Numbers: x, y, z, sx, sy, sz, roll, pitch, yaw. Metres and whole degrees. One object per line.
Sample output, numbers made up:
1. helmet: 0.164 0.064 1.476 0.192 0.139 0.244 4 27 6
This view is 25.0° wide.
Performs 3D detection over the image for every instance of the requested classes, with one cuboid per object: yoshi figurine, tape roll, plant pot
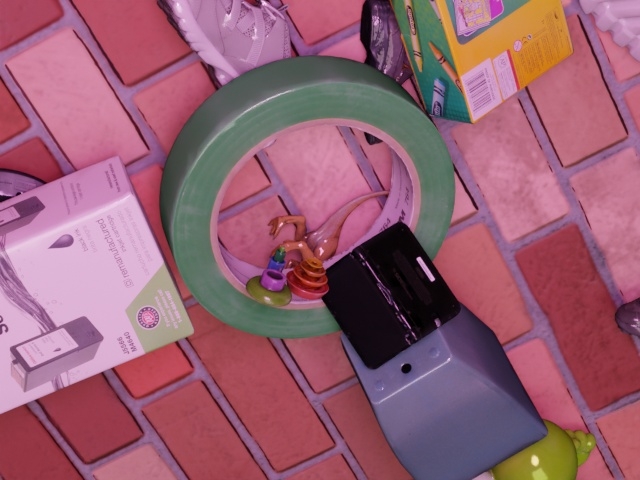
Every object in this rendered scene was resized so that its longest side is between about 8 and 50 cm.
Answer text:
1. yoshi figurine: 0.318 0.352 1.866 0.362 0.203 0.203 39 90 -21
2. tape roll: -0.013 -0.043 1.590 0.321 0.077 0.321 -9 123 -14
3. plant pot: 0.129 0.166 1.691 0.165 0.165 0.234 -32 146 9

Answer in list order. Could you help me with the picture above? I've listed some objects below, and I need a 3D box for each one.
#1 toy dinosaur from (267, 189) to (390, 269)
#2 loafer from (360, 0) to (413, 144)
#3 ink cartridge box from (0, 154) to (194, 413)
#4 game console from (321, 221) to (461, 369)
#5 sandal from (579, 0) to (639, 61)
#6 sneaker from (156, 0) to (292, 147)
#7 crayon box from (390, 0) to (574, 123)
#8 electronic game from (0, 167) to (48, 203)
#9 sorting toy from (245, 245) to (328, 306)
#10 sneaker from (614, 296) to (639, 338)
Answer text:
1. toy dinosaur: 0.000 0.000 1.710 0.112 0.064 0.211 13 118 -28
2. loafer: 0.077 -0.186 1.616 0.061 0.062 0.170 -2 119 -12
3. ink cartridge box: -0.306 0.056 1.606 0.273 0.115 0.198 -23 122 -4
4. game console: 0.073 0.060 1.588 0.107 0.071 0.122 -31 84 -27
5. sandal: 0.470 -0.206 1.632 0.416 0.169 0.102 38 66 -23
6. sneaker: -0.093 -0.237 1.556 0.115 0.105 0.281 -36 126 -2
7. crayon box: 0.156 -0.284 1.524 0.165 0.081 0.278 -35 121 -26
8. electronic game: -0.380 0.022 1.663 0.229 0.048 0.229 -7 120 -13
9. sorting toy: -0.034 0.036 1.549 0.102 0.061 0.042 -6 125 -43
10. sneaker: 0.474 0.055 1.790 0.234 0.078 0.106 -10 115 -7
